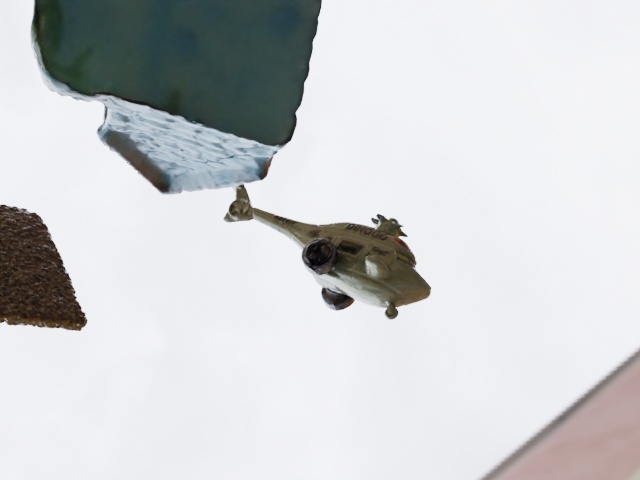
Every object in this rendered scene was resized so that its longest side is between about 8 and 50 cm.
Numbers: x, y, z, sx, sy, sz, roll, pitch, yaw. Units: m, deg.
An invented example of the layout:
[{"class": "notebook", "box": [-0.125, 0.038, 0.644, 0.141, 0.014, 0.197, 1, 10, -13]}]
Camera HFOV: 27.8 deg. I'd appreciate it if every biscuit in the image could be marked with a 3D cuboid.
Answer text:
[{"class": "biscuit", "box": [-0.374, 0.026, 1.592, 0.131, 0.025, 0.231, 9, -147, -39]}]

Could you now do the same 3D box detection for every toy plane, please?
[{"class": "toy plane", "box": [0.000, 0.000, 1.372, 0.108, 0.286, 0.092, -57, -34, -20]}]

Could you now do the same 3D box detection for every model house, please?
[{"class": "model house", "box": [-0.130, -0.194, 1.124, 0.225, 0.241, 0.261, 14, -106, -11]}]
